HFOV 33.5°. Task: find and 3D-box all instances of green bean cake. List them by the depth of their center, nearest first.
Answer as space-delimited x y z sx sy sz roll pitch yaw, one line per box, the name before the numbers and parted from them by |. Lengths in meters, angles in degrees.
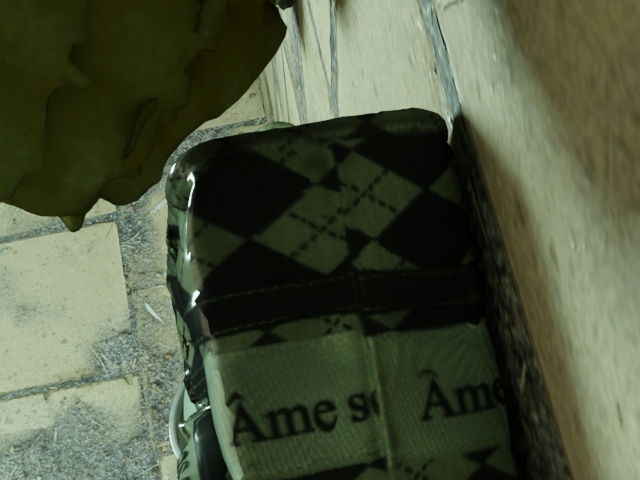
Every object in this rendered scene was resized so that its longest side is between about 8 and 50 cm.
green bean cake | -0.081 -0.171 0.444 0.285 0.202 0.310 -56 22 19

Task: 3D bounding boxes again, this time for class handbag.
handbag | -0.003 0.176 0.574 0.316 0.180 0.416 143 119 -70

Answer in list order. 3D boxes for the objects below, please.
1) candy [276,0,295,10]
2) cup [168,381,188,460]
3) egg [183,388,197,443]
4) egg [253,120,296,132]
candy | -0.111 -0.351 0.793 0.427 0.186 0.386 92 162 -52
cup | -0.024 0.334 1.467 0.356 0.259 0.275 40 155 31
egg | -0.012 0.149 0.842 0.264 0.182 0.183 -119 17 -55
egg | -0.048 -0.048 1.245 0.141 0.141 0.182 -117 25 -78
